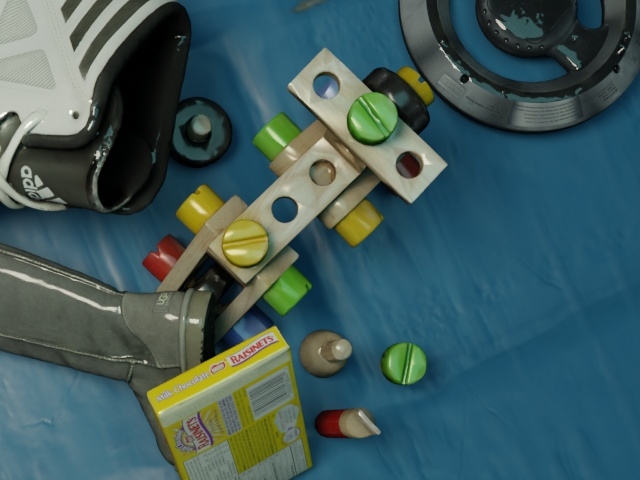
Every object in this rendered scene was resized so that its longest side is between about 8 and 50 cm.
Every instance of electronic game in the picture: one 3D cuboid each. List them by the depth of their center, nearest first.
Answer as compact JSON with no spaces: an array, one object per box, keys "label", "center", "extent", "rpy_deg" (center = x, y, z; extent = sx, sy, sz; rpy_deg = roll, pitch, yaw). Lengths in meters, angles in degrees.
[{"label":"electronic game","center":[0.183,-0.206,1.178],"extent":[0.229,0.048,0.229],"rpy_deg":[1,79,-5]}]

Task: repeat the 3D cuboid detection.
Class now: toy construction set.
[{"label":"toy construction set","center":[0.000,0.000,1.013],"extent":[0.257,0.237,0.309],"rpy_deg":[-19,88,-14]}]

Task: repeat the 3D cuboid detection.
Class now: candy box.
[{"label":"candy box","center":[-0.063,0.146,1.004],"extent":[0.105,0.206,0.027],"rpy_deg":[-25,58,-12]}]

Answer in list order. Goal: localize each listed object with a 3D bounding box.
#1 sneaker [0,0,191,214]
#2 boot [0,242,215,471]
[{"label":"sneaker","center":[-0.281,-0.066,0.936],"extent":[0.447,0.169,0.257],"rpy_deg":[-42,51,-16]},{"label":"boot","center":[-0.188,0.090,1.034],"extent":[0.208,0.076,0.190],"rpy_deg":[6,121,3]}]
